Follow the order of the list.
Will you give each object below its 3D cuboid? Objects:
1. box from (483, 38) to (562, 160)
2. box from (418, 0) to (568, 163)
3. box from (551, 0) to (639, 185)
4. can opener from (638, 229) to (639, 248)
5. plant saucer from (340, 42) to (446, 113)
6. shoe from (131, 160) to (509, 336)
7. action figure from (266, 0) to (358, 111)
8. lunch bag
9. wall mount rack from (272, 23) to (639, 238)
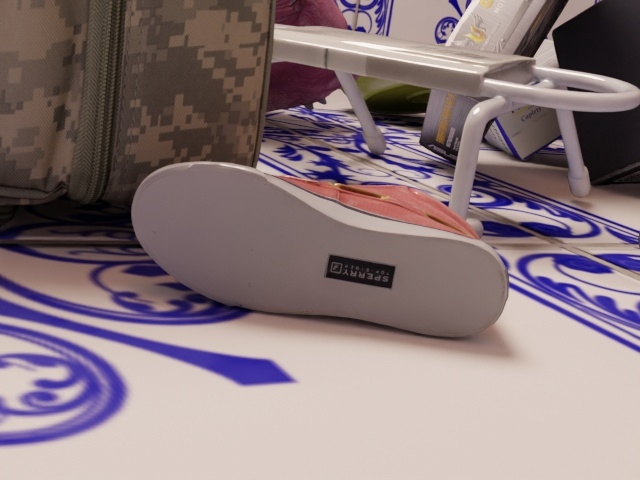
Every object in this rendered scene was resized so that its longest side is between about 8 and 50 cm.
[{"bbox_3d":[0.240,-0.161,1.131,0.126,0.072,0.137,-32,17,1],"label":"box"},{"bbox_3d":[0.175,-0.201,0.923,0.056,0.231,0.183,30,-14,10],"label":"box"},{"bbox_3d":[0.442,-0.179,0.970,0.294,0.183,0.296,-2,-16,-36],"label":"box"},{"bbox_3d":[0.346,-0.018,0.723,0.280,0.093,0.074,-5,20,-30],"label":"can opener"},{"bbox_3d":[0.140,-0.197,1.265,0.241,0.037,0.241,-5,-4,0],"label":"plant saucer"},{"bbox_3d":[0.000,0.000,0.490,0.178,0.064,0.081,13,12,-2],"label":"shoe"},{"bbox_3d":[-0.050,-0.264,0.967,0.248,0.276,0.370,-25,-16,-12],"label":"action figure"},{"bbox_3d":[-0.192,-0.134,0.584,0.256,0.213,0.305,2,14,-26],"label":"lunch bag"},{"bbox_3d":[0.076,-0.092,0.788,0.350,0.131,0.304,16,19,27],"label":"wall mount rack"}]
